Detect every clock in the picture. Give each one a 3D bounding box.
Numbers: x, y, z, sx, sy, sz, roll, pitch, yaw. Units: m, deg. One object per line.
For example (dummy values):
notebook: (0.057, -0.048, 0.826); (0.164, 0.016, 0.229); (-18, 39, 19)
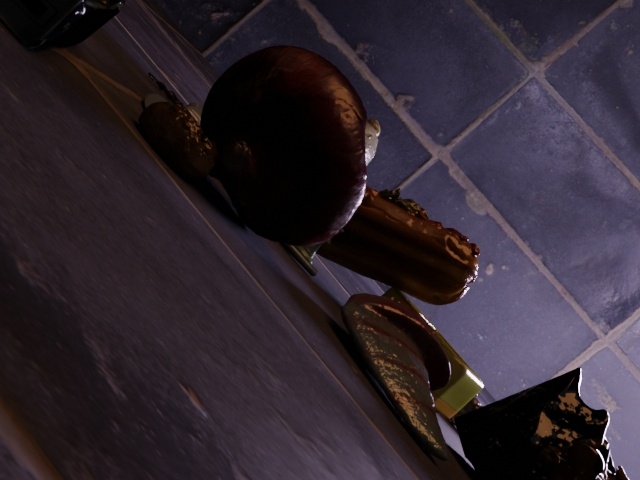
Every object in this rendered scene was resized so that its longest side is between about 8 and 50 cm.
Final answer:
clock: (0.162, 0.183, 1.804); (0.202, 0.096, 0.143); (51, 7, 33)

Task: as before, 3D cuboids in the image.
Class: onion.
onion: (-0.069, -0.115, 1.464); (0.195, 0.272, 0.272); (-17, 59, -44)

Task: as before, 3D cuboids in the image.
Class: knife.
knife: (-0.077, -0.024, 1.731); (0.210, 0.015, 0.028); (49, 11, 2)
knife: (-0.217, -0.188, 1.653); (0.080, 0.044, 0.331); (50, 8, 4)

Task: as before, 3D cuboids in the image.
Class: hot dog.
hot dog: (0.102, -0.014, 1.843); (0.349, 0.117, 0.158); (23, -41, 5)

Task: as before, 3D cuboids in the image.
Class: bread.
bread: (-0.170, -0.124, 1.369); (0.113, 0.060, 0.082); (49, 2, -26)

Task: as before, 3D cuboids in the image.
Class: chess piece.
chess piece: (0.000, 0.000, 1.768); (0.042, 0.093, 0.042); (50, 7, -8)

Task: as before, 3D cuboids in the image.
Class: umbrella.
umbrella: (-0.255, -0.248, 1.887); (0.122, 0.013, 0.022); (46, 17, -44)

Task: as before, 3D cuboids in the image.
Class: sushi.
sushi: (0.352, 0.362, 1.659); (0.212, 0.216, 0.227); (-115, -175, -57)

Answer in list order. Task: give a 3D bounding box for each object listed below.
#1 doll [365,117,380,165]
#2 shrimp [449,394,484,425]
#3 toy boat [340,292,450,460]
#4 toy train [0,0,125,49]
doll: (-0.040, -0.146, 1.927); (0.175, 0.278, 0.149); (-40, 126, -62)
shrimp: (0.257, 0.302, 1.938); (0.190, 0.075, 0.073); (43, -14, -8)
toy boat: (0.109, 0.185, 1.505); (0.206, 0.096, 0.282); (40, 20, -25)
toy train: (-0.297, -0.282, 1.295); (0.089, 0.086, 0.409); (46, 5, -12)
